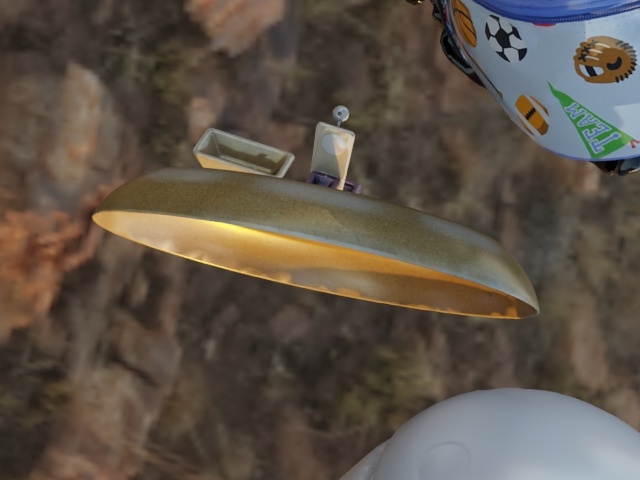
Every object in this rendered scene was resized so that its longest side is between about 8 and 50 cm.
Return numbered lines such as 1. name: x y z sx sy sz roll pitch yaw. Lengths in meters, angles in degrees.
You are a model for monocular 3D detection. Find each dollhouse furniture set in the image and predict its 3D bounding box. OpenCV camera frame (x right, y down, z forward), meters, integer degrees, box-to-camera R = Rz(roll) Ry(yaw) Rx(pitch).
1. dollhouse furniture set: -0.033 -0.056 1.306 0.091 0.114 0.081 -60 165 -48

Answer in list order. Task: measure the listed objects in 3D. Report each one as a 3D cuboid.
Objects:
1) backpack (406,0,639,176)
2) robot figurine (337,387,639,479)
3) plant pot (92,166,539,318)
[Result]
1. backpack: 0.168 -0.169 0.975 0.276 0.263 0.213 -27 133 6
2. robot figurine: 0.060 0.205 0.967 0.200 0.353 0.300 40 37 -7
3. plant pot: 0.000 0.000 1.019 0.236 0.236 0.032 20 79 -52
